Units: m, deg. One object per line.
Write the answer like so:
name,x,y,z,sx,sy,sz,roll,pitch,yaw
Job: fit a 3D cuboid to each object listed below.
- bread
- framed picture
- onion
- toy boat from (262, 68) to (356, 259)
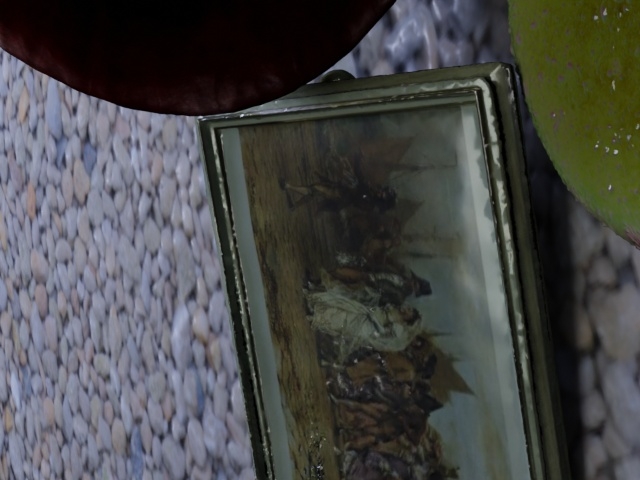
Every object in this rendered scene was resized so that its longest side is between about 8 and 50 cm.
bread,0.135,-0.100,0.623,0.228,0.033,0.228,21,113,61
framed picture,0.027,0.054,0.789,0.217,0.017,0.274,-4,99,44
onion,-0.068,-0.200,0.723,0.285,0.273,0.273,49,-152,-78
toy boat,-0.001,0.001,0.878,0.089,0.071,0.185,-3,-95,-75
